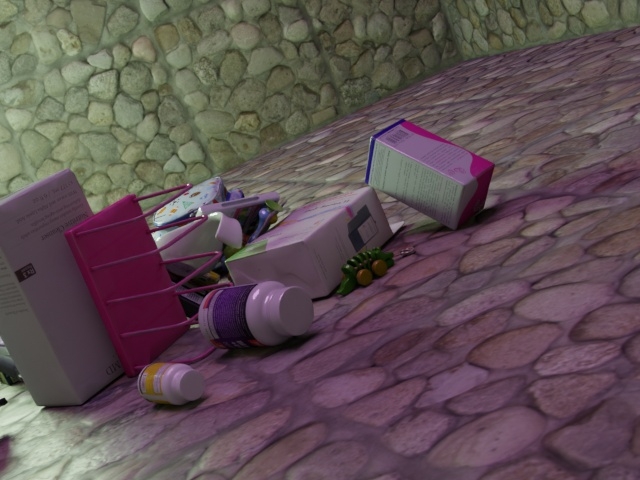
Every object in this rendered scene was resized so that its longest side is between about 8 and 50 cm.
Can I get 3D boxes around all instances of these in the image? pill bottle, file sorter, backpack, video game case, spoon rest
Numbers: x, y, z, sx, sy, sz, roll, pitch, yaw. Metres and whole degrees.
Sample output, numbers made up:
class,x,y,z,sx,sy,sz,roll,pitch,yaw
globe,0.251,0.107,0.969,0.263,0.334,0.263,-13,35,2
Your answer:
class,x,y,z,sx,sy,sz,roll,pitch,yaw
pill bottle,-0.105,0.124,1.595,0.193,0.108,0.108,-10,18,45
file sorter,-0.286,0.065,1.747,0.182,0.291,0.202,-12,16,29
backpack,-0.290,-0.011,2.285,0.263,0.213,0.276,-31,14,10
video game case,-0.352,0.060,2.011,0.035,0.275,0.248,-61,6,14
spoon rest,-0.237,0.007,1.913,0.276,0.137,0.084,-24,45,52
pill bottle,-0.231,0.225,1.498,0.065,0.065,0.116,-33,17,-37
video game case,-0.195,-0.022,2.017,0.183,0.023,0.201,-13,-29,-32

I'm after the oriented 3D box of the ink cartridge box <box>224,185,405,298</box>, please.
class,x,y,z,sx,sy,sz,roll,pitch,yaw
ink cartridge box,0.000,0.000,1.894,0.207,0.119,0.353,-15,15,36

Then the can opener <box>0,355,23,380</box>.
class,x,y,z,sx,sy,sz,roll,pitch,yaw
can opener,-0.607,0.231,1.947,0.283,0.095,0.076,13,35,35

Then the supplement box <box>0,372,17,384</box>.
class,x,y,z,sx,sy,sz,roll,pitch,yaw
supplement box,-0.663,0.267,2.083,0.083,0.056,0.083,-30,14,-30

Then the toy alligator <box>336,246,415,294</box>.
class,x,y,z,sx,sy,sz,roll,pitch,yaw
toy alligator,0.095,0.037,1.735,0.189,0.051,0.056,-30,15,-31

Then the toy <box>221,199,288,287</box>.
class,x,y,z,sx,sy,sz,roll,pitch,yaw
toy,-0.161,0.012,1.984,0.237,0.056,0.137,-53,-2,20

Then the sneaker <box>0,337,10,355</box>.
class,x,y,z,sx,sy,sz,roll,pitch,yaw
sneaker,-0.540,0.117,1.902,0.102,0.161,0.282,4,21,40

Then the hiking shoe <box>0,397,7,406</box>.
class,x,y,z,sx,sy,sz,roll,pitch,yaw
hiking shoe,-0.704,0.372,1.691,0.304,0.113,0.132,-29,-17,-1

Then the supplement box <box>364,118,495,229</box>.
class,x,y,z,sx,sy,sz,roll,pitch,yaw
supplement box,0.209,-0.131,1.855,0.220,0.114,0.111,30,43,28

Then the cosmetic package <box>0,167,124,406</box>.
class,x,y,z,sx,sy,sz,roll,pitch,yaw
cosmetic package,-0.491,0.092,1.769,0.156,0.385,0.217,-13,18,41
